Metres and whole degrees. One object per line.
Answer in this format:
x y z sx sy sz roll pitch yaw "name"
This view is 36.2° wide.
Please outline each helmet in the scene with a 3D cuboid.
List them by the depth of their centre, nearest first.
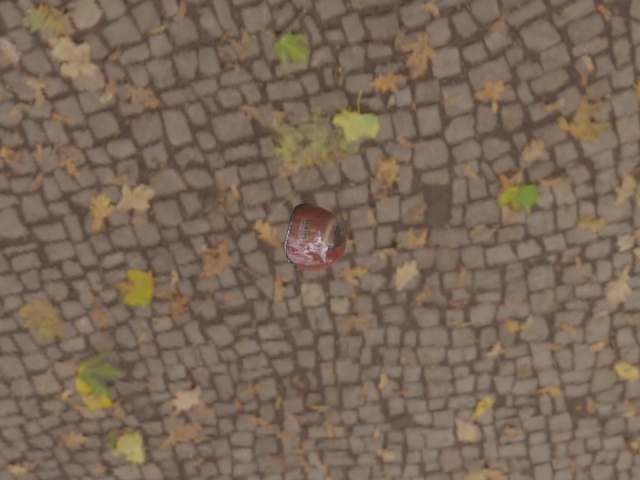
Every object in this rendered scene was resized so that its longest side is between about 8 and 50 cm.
0.002 0.000 0.935 0.049 0.065 0.084 10 172 18 "helmet"
